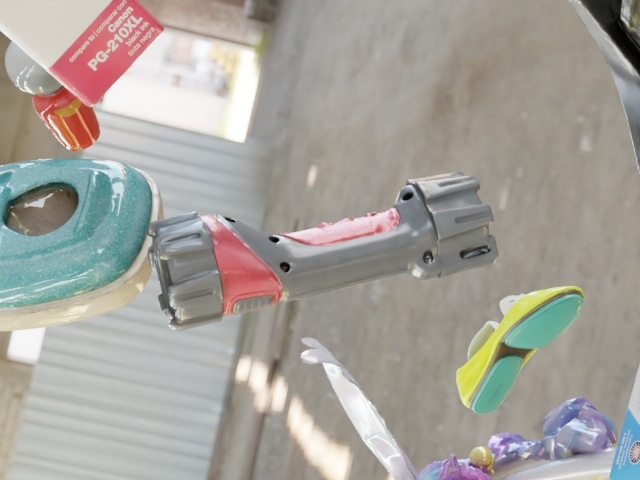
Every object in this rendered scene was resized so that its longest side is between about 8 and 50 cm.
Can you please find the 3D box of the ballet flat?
[{"bbox_3d":[0.233,0.115,1.806,0.231,0.077,0.077,-57,39,35],"label":"ballet flat"}]

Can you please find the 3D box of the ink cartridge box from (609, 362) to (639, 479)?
[{"bbox_3d":[0.366,0.178,1.339,0.191,0.082,0.139,8,79,58],"label":"ink cartridge box"}]

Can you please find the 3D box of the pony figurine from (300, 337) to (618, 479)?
[{"bbox_3d":[0.132,0.274,1.518,0.302,0.364,0.351,-101,-4,-46],"label":"pony figurine"}]

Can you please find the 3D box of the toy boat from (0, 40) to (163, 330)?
[{"bbox_3d":[-0.283,-0.059,1.462,0.148,0.268,0.318,67,-161,-48],"label":"toy boat"}]

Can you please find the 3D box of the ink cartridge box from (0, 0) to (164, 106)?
[{"bbox_3d":[-0.267,-0.243,1.267,0.100,0.237,0.172,-47,32,0],"label":"ink cartridge box"}]

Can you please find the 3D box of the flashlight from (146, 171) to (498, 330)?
[{"bbox_3d":[0.000,0.000,1.342,0.103,0.304,0.103,-136,35,-64],"label":"flashlight"}]

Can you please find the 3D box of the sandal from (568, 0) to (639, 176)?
[{"bbox_3d":[0.310,-0.188,1.244,0.167,0.445,0.107,-40,30,-19],"label":"sandal"}]
